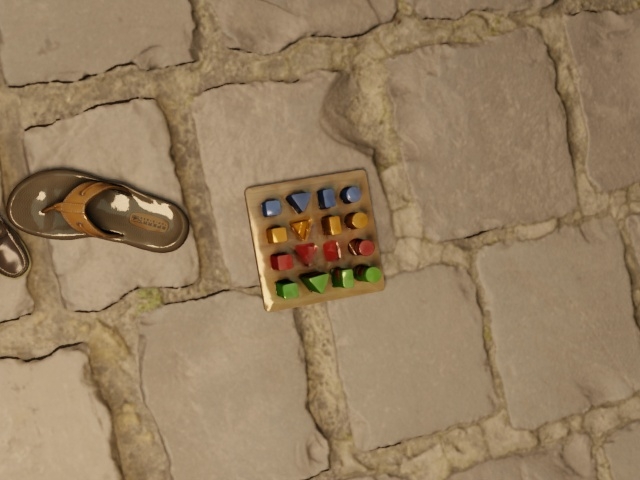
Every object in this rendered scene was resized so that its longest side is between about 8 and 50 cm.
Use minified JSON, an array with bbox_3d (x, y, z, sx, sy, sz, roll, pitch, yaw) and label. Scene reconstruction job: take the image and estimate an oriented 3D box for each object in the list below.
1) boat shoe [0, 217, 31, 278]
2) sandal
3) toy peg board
[{"bbox_3d":[-0.405,-0.015,1.175,0.056,0.049,0.152,-42,97,-7],"label":"boat shoe"},{"bbox_3d":[-0.266,-0.031,1.199,0.219,0.060,0.090,15,87,-12],"label":"sandal"},{"bbox_3d":[0.000,0.000,1.247,0.161,0.079,0.161,-10,93,-12],"label":"toy peg board"}]
